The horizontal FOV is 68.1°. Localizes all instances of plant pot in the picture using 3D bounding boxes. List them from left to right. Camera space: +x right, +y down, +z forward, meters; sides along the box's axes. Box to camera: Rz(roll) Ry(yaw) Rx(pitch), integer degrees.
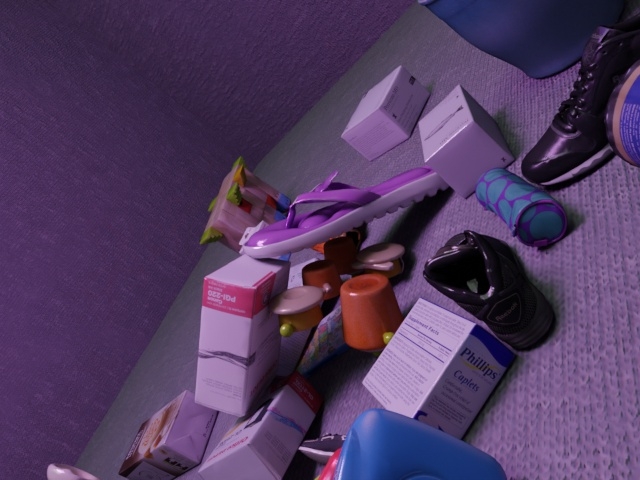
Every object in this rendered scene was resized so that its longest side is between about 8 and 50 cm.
[{"bbox_3d":[0.353,-0.428,0.807,0.271,0.255,0.271,-45,20,21],"label":"plant pot"}]

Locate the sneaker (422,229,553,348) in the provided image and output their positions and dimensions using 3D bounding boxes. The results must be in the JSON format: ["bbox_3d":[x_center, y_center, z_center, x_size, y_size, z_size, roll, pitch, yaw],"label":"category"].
[{"bbox_3d":[0.184,0.024,0.588,0.087,0.130,0.227,-45,17,18],"label":"sneaker"}]

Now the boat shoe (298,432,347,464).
[{"bbox_3d":[0.018,0.283,0.647,0.125,0.046,0.038,-26,32,50],"label":"boat shoe"}]

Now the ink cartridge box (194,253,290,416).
[{"bbox_3d":[-0.124,0.147,0.779,0.158,0.092,0.217,-38,-44,-70],"label":"ink cartridge box"}]

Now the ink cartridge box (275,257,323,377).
[{"bbox_3d":[-0.117,0.214,1.055,0.324,0.072,0.329,-23,39,63],"label":"ink cartridge box"}]

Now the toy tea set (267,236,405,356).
[{"bbox_3d":[0.055,0.094,0.813,0.200,0.124,0.336,-7,17,20],"label":"toy tea set"}]

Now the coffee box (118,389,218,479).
[{"bbox_3d":[-0.365,0.482,1.134,0.246,0.098,0.141,-41,21,33],"label":"coffee box"}]

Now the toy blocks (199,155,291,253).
[{"bbox_3d":[-0.238,-0.084,1.666,0.191,0.261,0.381,-36,31,37],"label":"toy blocks"}]

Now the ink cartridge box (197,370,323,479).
[{"bbox_3d":[-0.087,0.301,0.735,0.127,0.072,0.175,-39,2,28],"label":"ink cartridge box"}]

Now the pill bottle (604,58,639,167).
[{"bbox_3d":[0.360,-0.099,0.389,0.122,0.123,0.219,-49,18,11],"label":"pill bottle"}]

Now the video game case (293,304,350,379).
[{"bbox_3d":[0.009,0.189,0.896,0.166,0.015,0.119,-42,20,29],"label":"video game case"}]

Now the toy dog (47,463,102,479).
[{"bbox_3d":[-0.449,0.625,0.795,0.395,0.285,0.407,-30,31,52],"label":"toy dog"}]

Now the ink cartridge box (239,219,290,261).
[{"bbox_3d":[-0.171,0.018,1.451,0.090,0.143,0.092,-40,22,36],"label":"ink cartridge box"}]

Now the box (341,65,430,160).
[{"bbox_3d":[0.178,-0.347,1.310,0.182,0.119,0.180,-23,35,57],"label":"box"}]

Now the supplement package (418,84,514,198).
[{"bbox_3d":[0.250,-0.179,0.837,0.105,0.105,0.179,-41,21,29],"label":"supplement package"}]

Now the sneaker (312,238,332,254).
[{"bbox_3d":[0.000,0.000,1.188,0.064,0.067,0.175,-57,20,-16],"label":"sneaker"}]

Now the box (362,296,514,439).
[{"bbox_3d":[0.134,0.153,0.559,0.137,0.072,0.126,-55,18,-4],"label":"box"}]

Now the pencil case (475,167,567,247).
[{"bbox_3d":[0.260,-0.046,0.631,0.151,0.065,0.070,-95,6,-65],"label":"pencil case"}]

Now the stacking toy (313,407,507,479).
[{"bbox_3d":[0.032,0.292,0.479,0.302,0.166,0.175,-53,14,55],"label":"stacking toy"}]

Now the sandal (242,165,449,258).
[{"bbox_3d":[0.042,-0.080,0.864,0.417,0.102,0.169,-22,12,-19],"label":"sandal"}]

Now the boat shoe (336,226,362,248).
[{"bbox_3d":[0.069,-0.015,1.060,0.060,0.064,0.177,-24,40,47],"label":"boat shoe"}]

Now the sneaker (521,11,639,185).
[{"bbox_3d":[0.351,-0.198,0.591,0.283,0.124,0.107,-45,19,25],"label":"sneaker"}]
